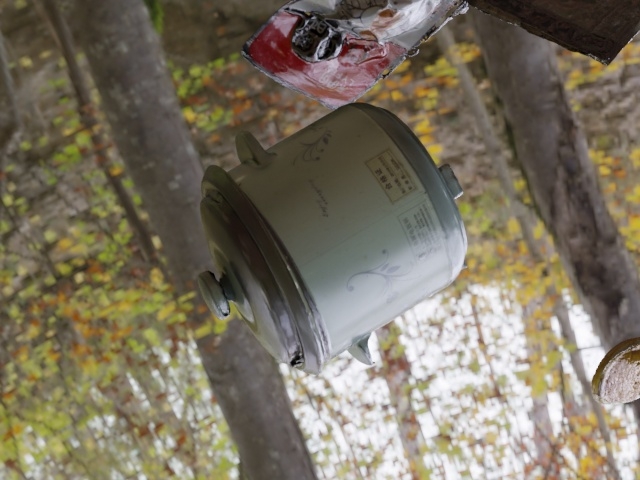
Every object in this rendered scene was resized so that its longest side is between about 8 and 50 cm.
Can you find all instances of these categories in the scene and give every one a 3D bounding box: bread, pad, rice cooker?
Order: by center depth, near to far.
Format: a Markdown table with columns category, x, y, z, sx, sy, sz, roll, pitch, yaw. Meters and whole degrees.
| category | x | y | z | sx | sy | sz | roll | pitch | yaw |
| --- | --- | --- | --- | --- | --- | --- | --- | --- | --- |
| rice cooker | 0.000 | 0.000 | 1.345 | 0.317 | 0.316 | 0.264 | -30 | -166 | -13 |
| pad | 0.312 | -0.316 | 1.484 | 0.233 | 0.022 | 0.174 | 32 | -114 | 30 |
| bread | 0.388 | 0.166 | 1.487 | 0.110 | 0.110 | 0.024 | -25 | -140 | -7 |

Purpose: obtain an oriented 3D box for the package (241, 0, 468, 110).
| category | x | y | z | sx | sy | sz | roll | pitch | yaw |
| --- | --- | --- | --- | --- | --- | --- | --- | --- | --- |
| package | 0.052 | -0.279 | 1.507 | 0.269 | 0.194 | 0.071 | -33 | -141 | 33 |
